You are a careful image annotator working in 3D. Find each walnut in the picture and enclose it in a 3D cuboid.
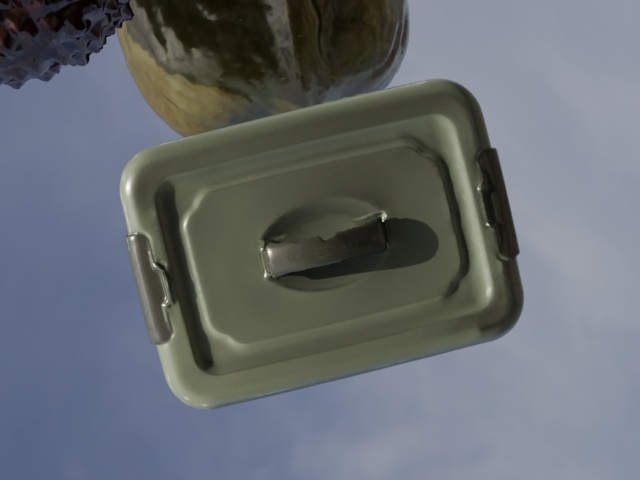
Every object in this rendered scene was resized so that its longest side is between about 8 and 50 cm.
[{"bbox_3d":[-0.057,-0.206,1.296,0.227,0.283,0.283,-16,-97,-19],"label":"walnut"}]

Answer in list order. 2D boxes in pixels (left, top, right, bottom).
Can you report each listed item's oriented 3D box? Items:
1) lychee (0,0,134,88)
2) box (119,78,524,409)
[{"bbox_3d":[-0.226,-0.217,1.093,0.271,0.271,0.271,27,-128,-40],"label":"lychee"},{"bbox_3d":[0.000,0.000,1.001,0.130,0.227,0.162,-135,31,-86],"label":"box"}]
